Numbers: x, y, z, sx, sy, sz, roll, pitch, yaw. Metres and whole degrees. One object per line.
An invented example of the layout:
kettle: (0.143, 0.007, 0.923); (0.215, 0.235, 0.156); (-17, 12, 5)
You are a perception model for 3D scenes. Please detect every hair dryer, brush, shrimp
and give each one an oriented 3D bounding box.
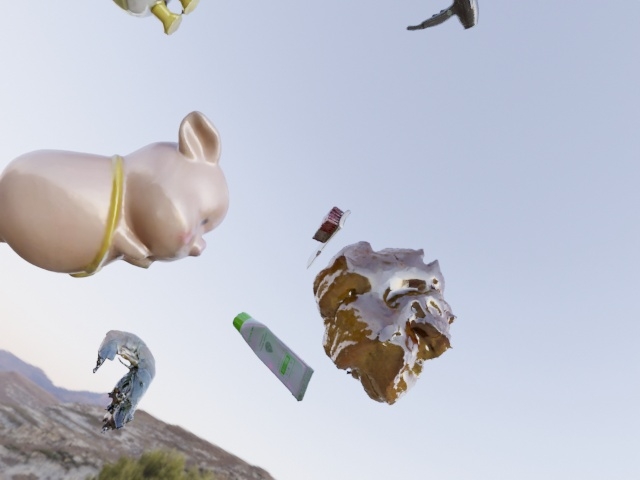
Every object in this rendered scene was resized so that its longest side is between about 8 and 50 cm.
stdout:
hair dryer: (0.350, -0.693, 1.236); (0.219, 0.075, 0.195); (-26, -65, 6)
brush: (0.000, 0.000, 1.062); (0.050, 0.060, 0.321); (29, -25, -3)
shrimp: (-0.463, 0.305, 0.981); (0.075, 0.289, 0.178); (-24, -71, 8)

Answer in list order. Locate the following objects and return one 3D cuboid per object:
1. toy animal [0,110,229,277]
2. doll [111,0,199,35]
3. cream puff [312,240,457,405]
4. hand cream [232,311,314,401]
toy animal: (-0.223, -0.033, 0.452); (0.165, 0.248, 0.149); (-11, -83, 64)
doll: (-0.347, -0.500, 0.729); (0.141, 0.117, 0.296); (-45, -92, 10)
cream puff: (0.100, 0.118, 0.659); (0.241, 0.269, 0.155); (9, -39, -15)
hand cream: (-0.117, 0.261, 0.984); (0.275, 0.050, 0.079); (32, -45, 41)
